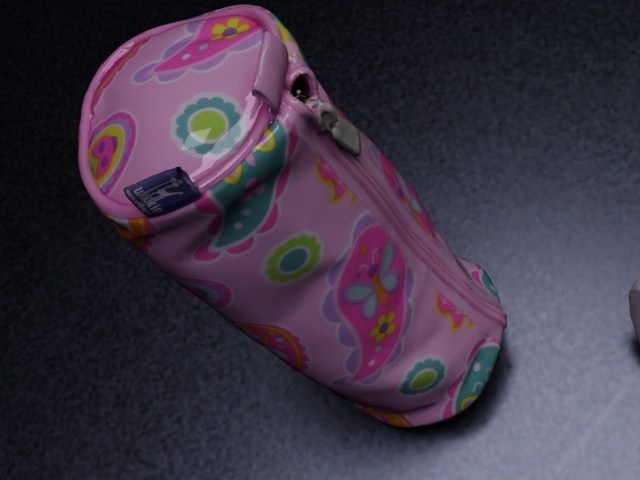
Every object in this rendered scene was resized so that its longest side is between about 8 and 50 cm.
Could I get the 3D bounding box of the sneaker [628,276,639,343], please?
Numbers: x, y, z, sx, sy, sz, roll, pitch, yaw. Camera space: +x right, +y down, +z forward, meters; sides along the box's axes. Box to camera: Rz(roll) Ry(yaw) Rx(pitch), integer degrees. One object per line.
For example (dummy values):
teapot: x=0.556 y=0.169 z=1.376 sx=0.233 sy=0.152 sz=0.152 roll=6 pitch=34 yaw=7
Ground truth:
sneaker: x=0.272 y=0.073 z=0.573 sx=0.212 sy=0.080 sz=0.094 roll=38 pitch=68 yaw=19

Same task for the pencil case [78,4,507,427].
pencil case: x=0.000 y=0.000 z=0.550 sx=0.124 sy=0.284 sz=0.124 roll=-17 pitch=53 yaw=23
